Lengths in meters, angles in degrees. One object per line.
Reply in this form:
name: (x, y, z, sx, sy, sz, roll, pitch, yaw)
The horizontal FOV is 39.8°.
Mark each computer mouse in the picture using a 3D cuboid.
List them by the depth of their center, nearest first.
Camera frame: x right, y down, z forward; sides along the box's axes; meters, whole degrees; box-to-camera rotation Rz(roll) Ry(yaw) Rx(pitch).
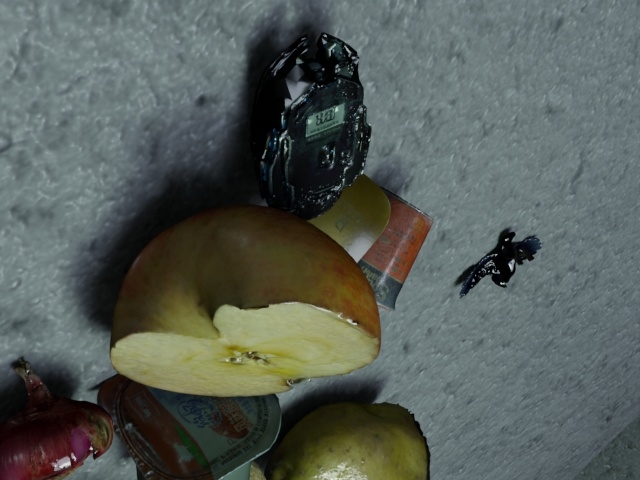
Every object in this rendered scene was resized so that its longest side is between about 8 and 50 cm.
computer mouse: (-0.020, -0.120, 0.960, 0.146, 0.077, 0.241, -24, 140, -31)
computer mouse: (0.000, 0.000, 1.106, 0.199, 0.102, 0.045, -47, -169, 1)

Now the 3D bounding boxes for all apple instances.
apple: (-0.079, 0.058, 0.972, 0.293, 0.163, 0.251, -15, 151, 27)

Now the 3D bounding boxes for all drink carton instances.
drink carton: (-0.155, 0.260, 1.118, 0.191, 0.185, 0.189, -29, 145, -28)

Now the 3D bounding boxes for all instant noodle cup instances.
instant noodle cup: (0.079, 0.007, 1.178, 0.135, 0.127, 0.127, -59, 146, 3)

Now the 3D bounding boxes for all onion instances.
onion: (-0.308, 0.196, 0.965, 0.150, 0.140, 0.150, -21, -177, 1)

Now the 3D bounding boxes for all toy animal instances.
toy animal: (0.321, 0.038, 1.529, 0.220, 0.062, 0.108, -27, 160, -29)

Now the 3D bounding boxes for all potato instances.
potato: (0.027, 0.367, 1.431, 0.266, 0.229, 0.229, 17, 112, -37)

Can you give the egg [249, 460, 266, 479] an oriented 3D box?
egg: (-0.133, 0.383, 1.315, 0.116, 0.118, 0.140, -6, 110, -9)
